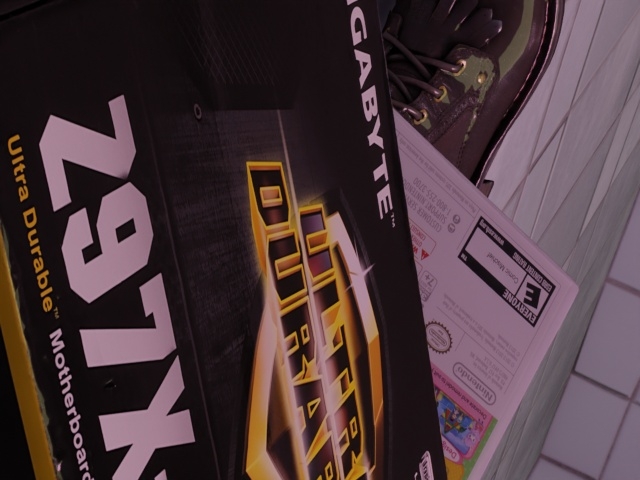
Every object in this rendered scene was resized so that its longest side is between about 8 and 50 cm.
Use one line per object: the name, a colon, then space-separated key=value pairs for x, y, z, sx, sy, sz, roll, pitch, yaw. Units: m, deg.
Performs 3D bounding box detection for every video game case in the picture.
video game case: x=0.001 y=0.034 z=0.742 sx=0.023 sy=0.212 sz=0.193 roll=-9 pitch=-136 yaw=56

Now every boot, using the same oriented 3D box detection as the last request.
boot: x=0.030 y=-0.064 z=0.876 sx=0.229 sy=0.091 sz=0.263 roll=-21 pitch=127 yaw=-59

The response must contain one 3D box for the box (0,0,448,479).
box: x=-0.041 y=0.057 z=0.554 sx=0.257 sy=0.079 sz=0.322 roll=-37 pitch=122 yaw=-59
